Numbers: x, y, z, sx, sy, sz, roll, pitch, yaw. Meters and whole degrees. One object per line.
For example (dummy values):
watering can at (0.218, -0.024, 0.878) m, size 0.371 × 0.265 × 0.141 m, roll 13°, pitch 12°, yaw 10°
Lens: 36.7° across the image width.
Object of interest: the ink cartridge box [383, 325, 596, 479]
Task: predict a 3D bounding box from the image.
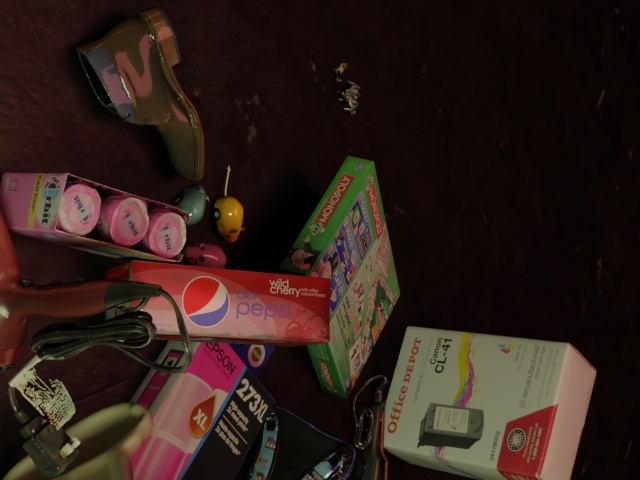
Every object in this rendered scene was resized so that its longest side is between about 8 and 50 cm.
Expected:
ink cartridge box at (0.269, 0.274, 1.588) m, size 0.131 × 0.306 × 0.226 m, roll 39°, pitch 62°, yaw -46°

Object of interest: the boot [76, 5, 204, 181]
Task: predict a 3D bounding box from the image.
boot at (-0.209, -0.154, 1.134) m, size 0.106 × 0.082 × 0.219 m, roll -27°, pitch 120°, yaw -25°

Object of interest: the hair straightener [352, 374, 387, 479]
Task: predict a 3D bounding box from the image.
hair straightener at (0.079, 0.332, 1.556) m, size 0.089 × 0.047 × 0.230 m, roll 15°, pitch 81°, yaw -53°

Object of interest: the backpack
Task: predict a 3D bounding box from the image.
backpack at (-0.037, 0.336, 1.321) m, size 0.173 × 0.158 × 0.117 m, roll -62°, pitch 157°, yaw -9°

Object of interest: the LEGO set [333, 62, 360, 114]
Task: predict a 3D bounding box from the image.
LEGO set at (0.045, -0.233, 1.485) m, size 0.054 × 0.023 × 0.083 m, roll -58°, pitch 135°, yaw -32°

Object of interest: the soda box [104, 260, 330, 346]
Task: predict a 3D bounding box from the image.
soda box at (-0.119, 0.079, 1.155) m, size 0.263 × 0.092 × 0.083 m, roll 6°, pitch 78°, yaw -31°

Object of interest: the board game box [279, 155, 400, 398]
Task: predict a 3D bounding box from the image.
board game box at (0.039, 0.062, 1.413) m, size 0.213 × 0.046 × 0.317 m, roll -60°, pitch 152°, yaw -32°

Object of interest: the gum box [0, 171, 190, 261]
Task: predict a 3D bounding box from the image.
gum box at (-0.242, -0.022, 1.050) m, size 0.188 × 0.107 × 0.062 m, roll 19°, pitch 77°, yaw -52°

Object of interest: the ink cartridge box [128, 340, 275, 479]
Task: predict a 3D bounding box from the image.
ink cartridge box at (-0.163, 0.233, 1.218) m, size 0.176 × 0.069 × 0.371 m, roll 57°, pitch 48°, yaw -37°

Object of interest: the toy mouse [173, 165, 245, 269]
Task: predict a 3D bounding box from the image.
toy mouse at (-0.148, -0.013, 1.231) m, size 0.143 × 0.031 × 0.161 m, roll -10°, pitch 95°, yaw -50°

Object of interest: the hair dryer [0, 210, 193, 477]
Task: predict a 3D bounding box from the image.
hair dryer at (-0.269, 0.060, 0.944) m, size 0.293 × 0.223 × 0.080 m, roll 47°, pitch 11°, yaw 6°

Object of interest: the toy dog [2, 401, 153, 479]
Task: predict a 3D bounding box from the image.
toy dog at (-0.209, 0.444, 0.952) m, size 0.395 × 0.284 × 0.408 m, roll -31°, pitch 115°, yaw -17°
